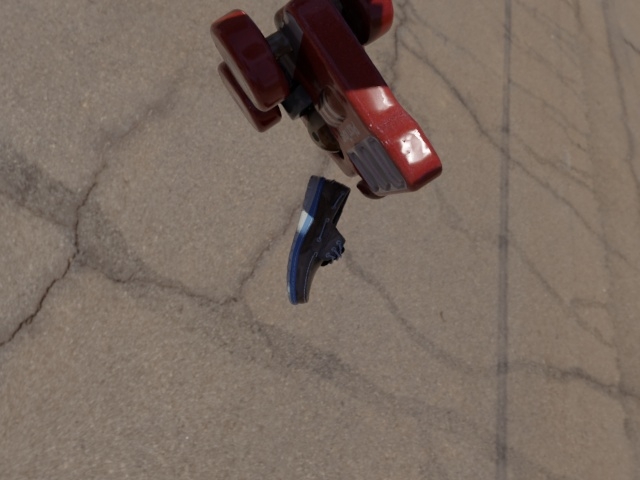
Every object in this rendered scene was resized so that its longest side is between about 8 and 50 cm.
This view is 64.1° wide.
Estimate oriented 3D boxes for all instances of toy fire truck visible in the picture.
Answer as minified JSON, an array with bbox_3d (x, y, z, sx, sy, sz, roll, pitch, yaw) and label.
[{"bbox_3d":[0.015,-0.156,0.599,0.169,0.302,0.253,-34,95,-5],"label":"toy fire truck"}]

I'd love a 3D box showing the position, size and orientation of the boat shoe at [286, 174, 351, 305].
[{"bbox_3d":[0.000,0.000,0.684,0.066,0.066,0.183,10,78,7],"label":"boat shoe"}]
